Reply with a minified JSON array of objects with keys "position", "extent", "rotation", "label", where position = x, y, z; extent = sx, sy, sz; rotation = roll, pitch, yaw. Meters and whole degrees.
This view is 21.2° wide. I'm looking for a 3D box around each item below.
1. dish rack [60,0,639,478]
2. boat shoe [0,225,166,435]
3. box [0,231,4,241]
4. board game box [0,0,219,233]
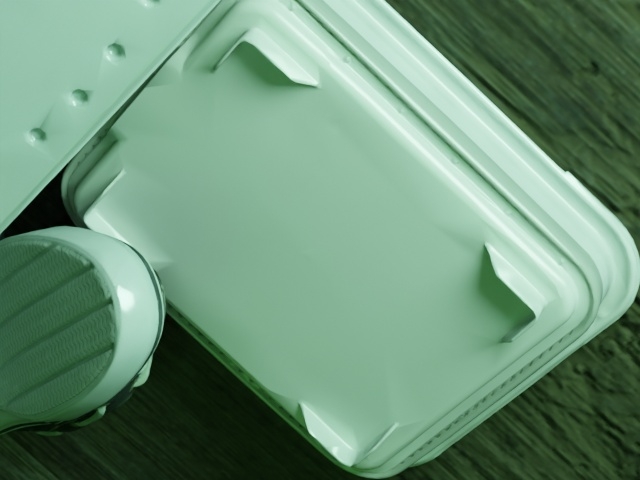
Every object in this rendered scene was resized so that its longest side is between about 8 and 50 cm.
[{"position":[0.000,0.000,1.079],"extent":[0.333,0.072,0.285],"rotation":[43,128,-4],"label":"dish rack"},{"position":[-0.171,0.064,1.138],"extent":[0.335,0.119,0.121],"rotation":[-23,76,55],"label":"boat shoe"},{"position":[-0.376,-0.174,1.125],"extent":[0.318,0.097,0.395],"rotation":[14,125,18],"label":"box"},{"position":[-0.274,-0.191,0.972],"extent":[0.390,0.050,0.390],"rotation":[37,116,-22],"label":"board game box"}]
